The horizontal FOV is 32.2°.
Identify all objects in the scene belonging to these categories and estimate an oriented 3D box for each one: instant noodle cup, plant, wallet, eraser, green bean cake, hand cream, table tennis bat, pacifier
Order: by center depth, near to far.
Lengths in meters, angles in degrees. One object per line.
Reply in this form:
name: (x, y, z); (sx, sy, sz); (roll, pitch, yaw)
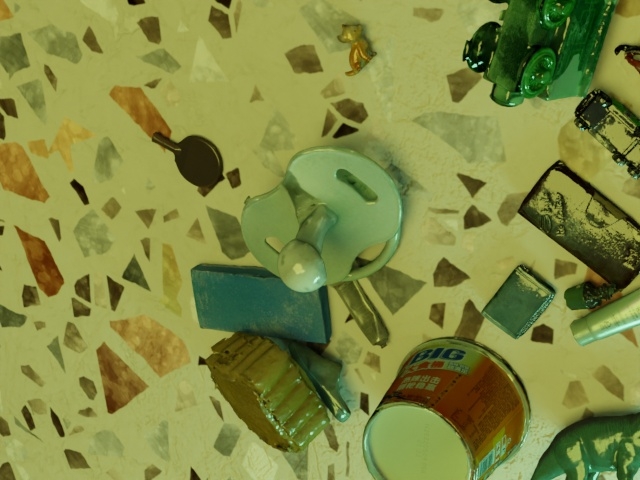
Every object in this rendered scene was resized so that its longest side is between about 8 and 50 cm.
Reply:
wallet: (0.456, -0.022, 1.891); (0.232, 0.031, 0.122); (40, 124, 9)
hand cream: (0.528, 0.123, 1.903); (0.204, 0.050, 0.078); (-28, 89, 31)
plant: (0.474, 0.092, 1.915); (0.102, 0.051, 0.051); (-17, 101, 45)
wallet: (0.360, 0.112, 2.007); (0.088, 0.026, 0.129); (37, 123, 7)
pacifier: (0.000, 0.000, 2.033); (0.288, 0.269, 0.343); (35, 130, -13)
instant noodle cup: (0.223, 0.353, 2.073); (0.296, 0.214, 0.296); (12, 115, 27)
hand cream: (0.083, 0.140, 2.183); (0.057, 0.037, 0.165); (-36, 83, 36)
table tennis bat: (-0.294, -0.156, 2.220); (0.169, 0.119, 0.108); (29, 122, 15)
green bean cake: (-0.108, 0.300, 2.241); (0.224, 0.131, 0.230); (13, 139, 57)
eraser: (-0.124, 0.128, 2.286); (0.311, 0.042, 0.144); (4, 113, 29)

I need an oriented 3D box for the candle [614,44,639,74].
candle: (0.585, -0.220, 1.718); (0.301, 0.084, 0.059); (38, 93, 19)

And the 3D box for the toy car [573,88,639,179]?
toy car: (0.487, -0.175, 1.790); (0.165, 0.062, 0.071); (43, 124, 8)

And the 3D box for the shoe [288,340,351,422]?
shoe: (0.013, 0.276, 2.263); (0.078, 0.079, 0.195); (-34, 82, 0)

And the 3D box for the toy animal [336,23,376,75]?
toy animal: (0.055, -0.344, 1.977); (0.083, 0.060, 0.081); (47, 125, -5)

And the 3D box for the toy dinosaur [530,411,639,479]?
toy dinosaur: (0.494, 0.323, 1.991); (0.383, 0.129, 0.331); (-6, 96, 33)

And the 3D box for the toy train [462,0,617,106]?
toy train: (0.339, -0.338, 1.710); (0.145, 0.201, 0.266); (36, 126, 36)
